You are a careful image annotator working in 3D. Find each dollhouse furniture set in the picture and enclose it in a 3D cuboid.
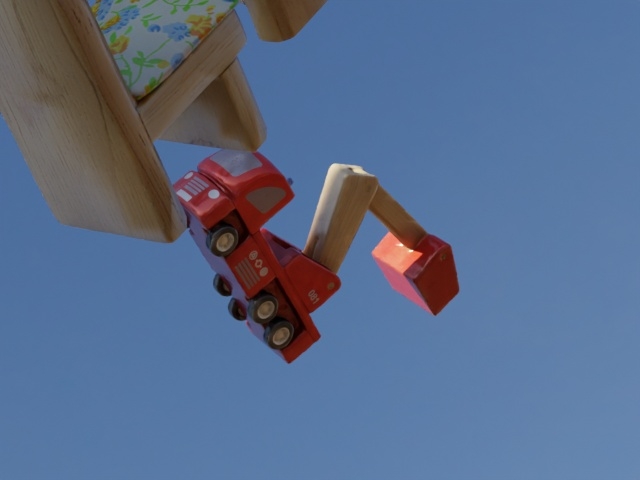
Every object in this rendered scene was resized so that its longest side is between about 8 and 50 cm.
[{"bbox_3d":[-0.093,-0.142,0.516,0.212,0.242,0.161,-51,-45,-34],"label":"dollhouse furniture set"}]

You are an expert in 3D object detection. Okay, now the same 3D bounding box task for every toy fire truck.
[{"bbox_3d":[0.000,0.000,1.056,0.135,0.047,0.192,-41,-47,-14],"label":"toy fire truck"}]
